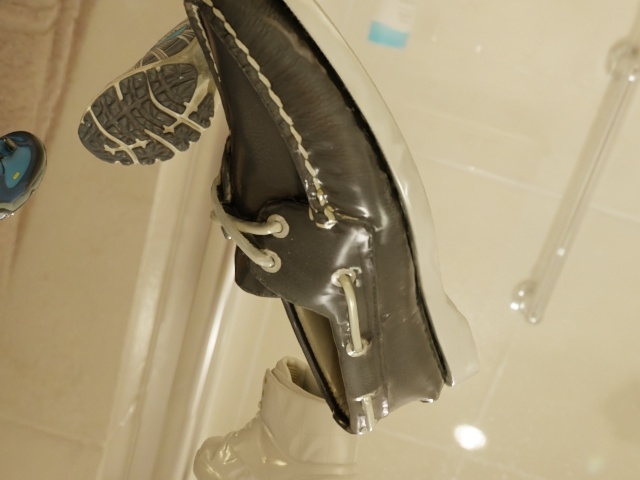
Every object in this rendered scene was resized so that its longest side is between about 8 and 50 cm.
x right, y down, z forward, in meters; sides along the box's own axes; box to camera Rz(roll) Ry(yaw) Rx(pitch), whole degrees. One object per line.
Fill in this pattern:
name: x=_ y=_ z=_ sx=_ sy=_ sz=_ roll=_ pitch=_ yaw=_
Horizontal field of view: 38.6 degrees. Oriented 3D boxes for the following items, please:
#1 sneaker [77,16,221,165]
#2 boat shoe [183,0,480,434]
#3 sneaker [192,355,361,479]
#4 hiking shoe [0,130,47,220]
sneaker: x=-0.156 y=-0.192 z=1.060 sx=0.283 sy=0.110 sz=0.122 roll=-35 pitch=-150 yaw=-1
boat shoe: x=0.000 y=0.000 z=0.444 sx=0.091 sy=0.303 sz=0.114 roll=-33 pitch=-140 yaw=-5
sneaker: x=-0.044 y=0.205 z=0.985 sx=0.108 sy=0.169 sz=0.292 roll=6 pitch=178 yaw=-34
hiking shoe: x=-0.490 y=-0.077 z=1.208 sx=0.113 sy=0.132 sz=0.304 roll=40 pitch=-128 yaw=17
